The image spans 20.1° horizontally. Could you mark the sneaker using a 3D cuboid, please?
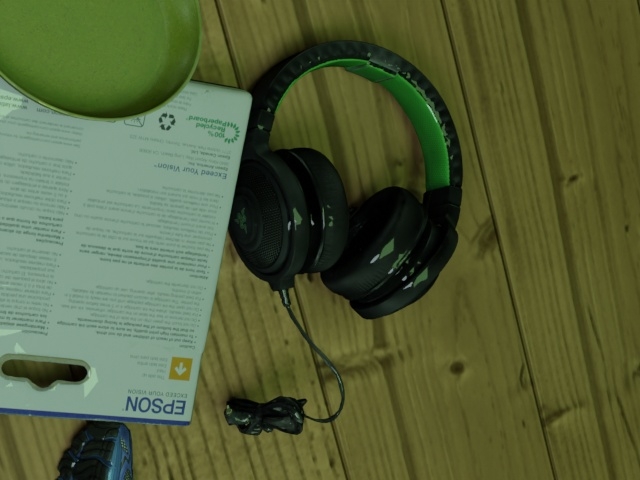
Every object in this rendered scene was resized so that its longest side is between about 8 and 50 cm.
[{"bbox_3d":[-0.200,0.275,1.736,0.087,0.083,0.221,-8,108,-43],"label":"sneaker"}]

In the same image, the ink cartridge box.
[{"bbox_3d":[-0.244,-0.004,1.663,0.324,0.071,0.330,8,97,-30],"label":"ink cartridge box"}]

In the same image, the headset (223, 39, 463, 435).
[{"bbox_3d":[0.000,0.000,1.791,0.243,0.185,0.394,21,72,-27],"label":"headset"}]

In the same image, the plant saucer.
[{"bbox_3d":[-0.220,-0.208,1.611,0.241,0.037,0.241,15,60,-27],"label":"plant saucer"}]
